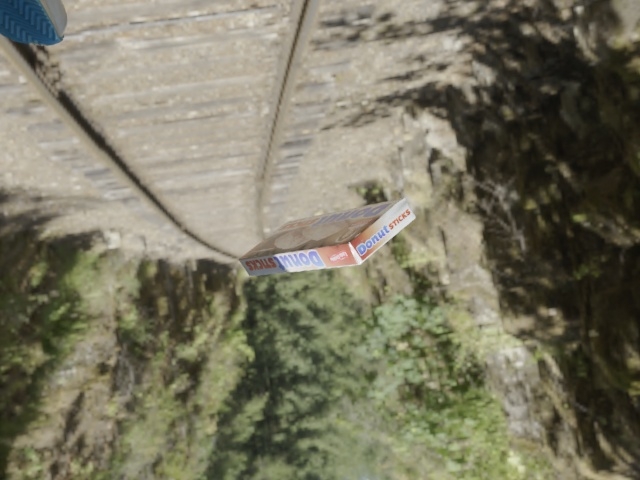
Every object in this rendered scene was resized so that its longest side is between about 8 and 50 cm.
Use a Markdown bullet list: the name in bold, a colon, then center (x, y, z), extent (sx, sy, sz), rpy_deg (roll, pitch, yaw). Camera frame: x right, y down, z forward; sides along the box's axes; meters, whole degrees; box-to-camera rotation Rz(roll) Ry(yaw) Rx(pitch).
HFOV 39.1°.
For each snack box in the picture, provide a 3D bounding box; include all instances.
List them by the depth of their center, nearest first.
- **snack box**: center (0.000, 0.000, 0.735), extent (0.064, 0.022, 0.178), rpy_deg (-38, -165, -29)

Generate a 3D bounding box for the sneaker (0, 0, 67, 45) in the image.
- **sneaker**: center (-0.274, -0.263, 0.741), extent (0.087, 0.092, 0.228), rpy_deg (1, 139, 30)
